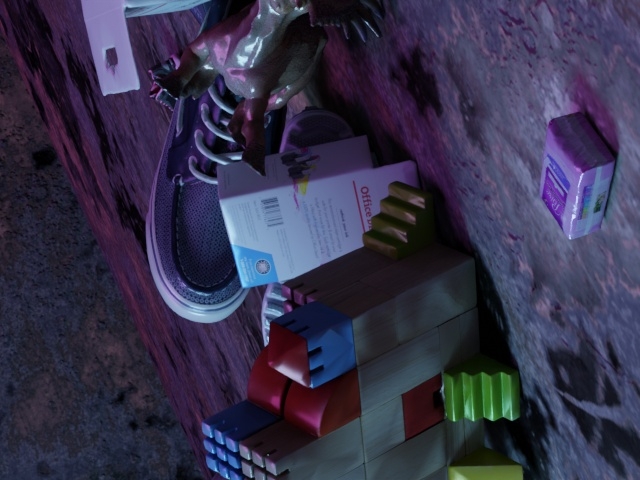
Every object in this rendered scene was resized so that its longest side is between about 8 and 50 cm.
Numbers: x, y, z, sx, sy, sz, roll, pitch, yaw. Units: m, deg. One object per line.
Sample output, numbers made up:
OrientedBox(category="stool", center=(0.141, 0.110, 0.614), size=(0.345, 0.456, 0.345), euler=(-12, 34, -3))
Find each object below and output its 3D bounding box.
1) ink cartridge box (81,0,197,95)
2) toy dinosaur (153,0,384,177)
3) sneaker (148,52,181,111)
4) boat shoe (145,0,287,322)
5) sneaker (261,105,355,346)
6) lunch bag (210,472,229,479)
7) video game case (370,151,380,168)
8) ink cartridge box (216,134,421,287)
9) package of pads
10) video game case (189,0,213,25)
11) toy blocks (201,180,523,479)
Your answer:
OrientedBox(category="ink cartridge box", center=(-0.170, -0.323, 1.656), size=(0.207, 0.119, 0.354), euler=(-169, 70, -72))
OrientedBox(category="toy dinosaur", center=(-0.035, -0.178, 1.524), size=(0.127, 0.200, 0.296), euler=(40, -176, -6))
OrientedBox(category="sneaker", center=(-0.203, -0.198, 2.337), size=(0.047, 0.057, 0.119), euler=(54, 162, 38))
OrientedBox(category="boat shoe", center=(-0.097, -0.100, 1.718), size=(0.158, 0.127, 0.341), euler=(116, 160, -68))
OrientedBox(category="sneaker", center=(0.000, 0.000, 1.723), size=(0.115, 0.105, 0.281), euler=(-96, 12, -71))
OrientedBox(category="lunch bag", center=(-0.003, 0.360, 1.887), size=(0.305, 0.256, 0.212), euler=(51, 180, -35))
OrientedBox(category="video game case", center=(0.056, -0.030, 1.709), size=(0.122, 0.011, 0.087), euler=(70, 167, -10))
OrientedBox(category="ink cartridge box", center=(0.004, -0.030, 1.607), size=(0.062, 0.181, 0.104), euler=(-98, -4, -56))
OrientedBox(category="package of pads", center=(0.174, -0.045, 1.191), size=(0.083, 0.032, 0.050), euler=(88, 158, -56))
OrientedBox(category="video game case", center=(-0.179, -0.378, 1.975), size=(0.196, 0.026, 0.274), euler=(56, 169, 41))
OrientedBox(category="toy blocks", center=(0.018, 0.173, 1.531), size=(0.190, 0.261, 0.381), euler=(24, 128, 45))
